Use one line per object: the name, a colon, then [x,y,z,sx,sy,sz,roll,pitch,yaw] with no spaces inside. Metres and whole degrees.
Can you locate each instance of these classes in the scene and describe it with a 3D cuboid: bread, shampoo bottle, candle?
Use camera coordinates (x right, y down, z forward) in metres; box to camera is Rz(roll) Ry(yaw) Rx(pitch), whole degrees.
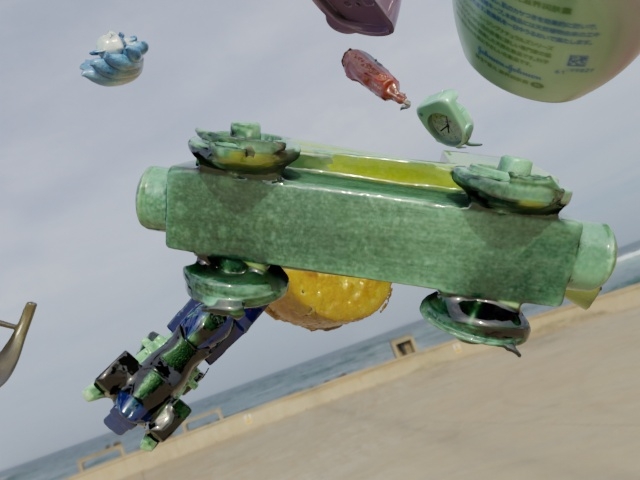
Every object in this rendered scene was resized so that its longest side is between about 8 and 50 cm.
bread: [0.000,0.000,1.145,0.399,0.397,0.215,-12,1,-32]
shampoo bottle: [0.222,-0.283,0.472,0.151,0.222,0.349,-50,-22,-3]
candle: [0.084,-0.238,0.783,0.053,0.162,0.048,-25,-41,-12]

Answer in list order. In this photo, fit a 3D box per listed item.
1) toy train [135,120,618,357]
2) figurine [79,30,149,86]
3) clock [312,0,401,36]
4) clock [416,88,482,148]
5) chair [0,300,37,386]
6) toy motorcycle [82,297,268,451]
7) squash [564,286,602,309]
toy train: [0.045,-0.025,0.495,0.398,0.160,0.253,8,17,5]
figurine: [-0.323,-0.277,0.798,0.115,0.079,0.114,-9,31,6]
clock: [0.037,-0.339,0.695,0.110,0.050,0.153,15,-9,39]
clock: [0.253,-0.224,1.009,0.041,0.135,0.101,-48,21,-18]
chair: [-0.501,0.065,0.649,0.166,0.272,0.188,-58,20,14]
toy motorcycle: [-0.183,0.141,0.772,0.331,0.125,0.196,-50,5,-38]
squash: [0.421,0.012,1.037,0.137,0.288,0.137,-44,-28,-32]
